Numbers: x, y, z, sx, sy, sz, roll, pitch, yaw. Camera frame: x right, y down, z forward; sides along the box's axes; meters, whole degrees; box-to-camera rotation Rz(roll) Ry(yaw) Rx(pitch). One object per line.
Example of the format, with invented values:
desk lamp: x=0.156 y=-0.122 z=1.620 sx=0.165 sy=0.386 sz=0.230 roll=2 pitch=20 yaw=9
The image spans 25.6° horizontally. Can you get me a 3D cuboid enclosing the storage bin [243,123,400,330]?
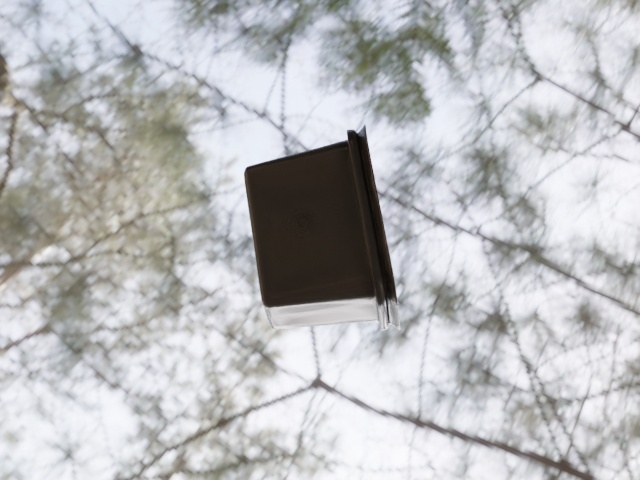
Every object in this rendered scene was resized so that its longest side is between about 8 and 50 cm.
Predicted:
storage bin: x=0.000 y=0.000 z=0.978 sx=0.091 sy=0.135 sz=0.098 roll=-9 pitch=-23 yaw=2
